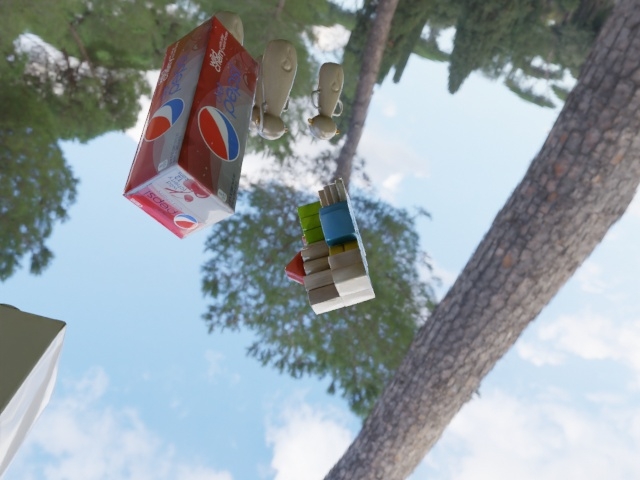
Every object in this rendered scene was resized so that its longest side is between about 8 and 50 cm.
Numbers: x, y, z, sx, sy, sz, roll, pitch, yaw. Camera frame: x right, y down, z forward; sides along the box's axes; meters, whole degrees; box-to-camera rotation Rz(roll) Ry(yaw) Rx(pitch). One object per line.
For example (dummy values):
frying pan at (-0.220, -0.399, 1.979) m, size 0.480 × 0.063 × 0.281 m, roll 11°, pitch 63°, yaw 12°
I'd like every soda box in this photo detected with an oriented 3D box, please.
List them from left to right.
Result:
soda box at (-0.140, -0.136, 0.806) m, size 0.092 × 0.083 × 0.263 m, roll 42°, pitch -144°, yaw -36°

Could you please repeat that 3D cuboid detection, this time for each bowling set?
bowling set at (-0.115, -0.232, 1.121) m, size 0.287 × 0.154 × 0.200 m, roll 13°, pitch 173°, yaw -41°

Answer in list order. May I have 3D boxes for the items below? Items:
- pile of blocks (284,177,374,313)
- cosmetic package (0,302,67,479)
pile of blocks at (0.000, 0.000, 1.033) m, size 0.113 × 0.148 × 0.362 m, roll -17°, pitch -169°, yaw 4°
cosmetic package at (-0.511, 0.237, 0.961) m, size 0.197 × 0.155 × 0.365 m, roll 15°, pitch -157°, yaw -3°
